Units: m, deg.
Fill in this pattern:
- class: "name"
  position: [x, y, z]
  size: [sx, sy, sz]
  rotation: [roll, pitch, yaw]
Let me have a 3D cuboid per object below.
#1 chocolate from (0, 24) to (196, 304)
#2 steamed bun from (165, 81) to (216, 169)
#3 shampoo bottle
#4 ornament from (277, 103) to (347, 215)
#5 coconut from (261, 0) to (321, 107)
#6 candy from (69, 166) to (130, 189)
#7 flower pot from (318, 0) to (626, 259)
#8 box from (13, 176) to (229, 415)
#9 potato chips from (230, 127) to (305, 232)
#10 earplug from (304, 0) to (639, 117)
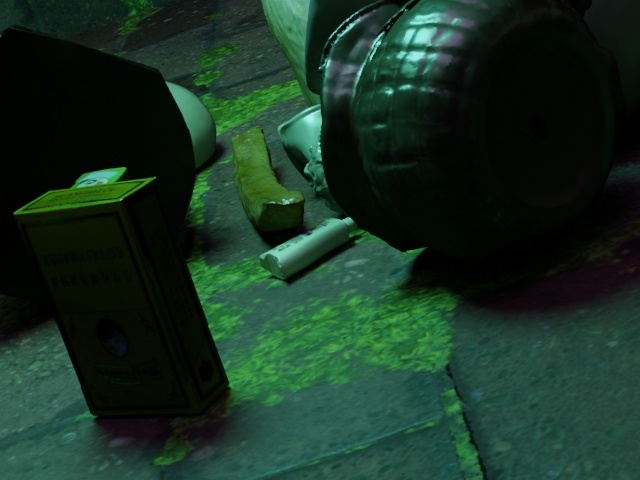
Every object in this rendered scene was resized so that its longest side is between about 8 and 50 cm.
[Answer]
- class: "chocolate"
  position: [-0.349, -0.100, 1.778]
  size: [0.326, 0.314, 0.297]
  rotation: [13, 6, -26]
- class: "steamed bun"
  position: [-0.278, -0.165, 2.133]
  size: [0.231, 0.145, 0.232]
  rotation: [-17, 19, 6]
- class: "shampoo bottle"
  position: [0.000, 0.000, 1.584]
  size: [0.141, 0.034, 0.049]
  rotation: [-29, 14, -26]
- class: "ornament"
  position: [0.022, -0.109, 1.730]
  size: [0.130, 0.120, 0.285]
  rotation: [-26, 19, -12]
- class: "coconut"
  position: [0.098, -0.377, 2.020]
  size: [0.404, 0.405, 0.404]
  rotation: [-17, 19, 6]
- class: "candy"
  position: [-0.214, 0.033, 1.456]
  size: [0.062, 0.194, 0.097]
  rotation: [-9, 21, 19]
- class: "flower pot"
  position: [0.157, -0.129, 1.406]
  size: [0.302, 0.302, 0.213]
  rotation: [-33, 23, -34]
- class: "box"
  position: [-0.186, 0.057, 1.322]
  size: [0.141, 0.220, 0.064]
  rotation: [-5, 23, 33]
- class: "potato chips"
  position: [-0.071, -0.065, 1.770]
  size: [0.057, 0.080, 0.407]
  rotation: [-5, 16, -8]
- class: "earplug"
  position: [0.210, -0.280, 1.647]
  size: [0.394, 0.313, 0.312]
  rotation: [15, 28, 10]
